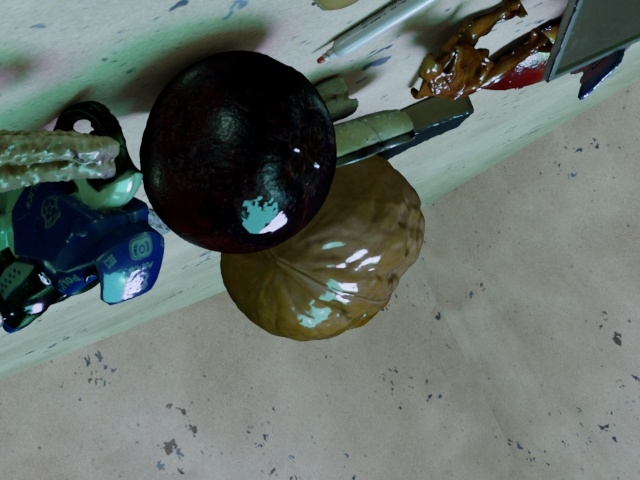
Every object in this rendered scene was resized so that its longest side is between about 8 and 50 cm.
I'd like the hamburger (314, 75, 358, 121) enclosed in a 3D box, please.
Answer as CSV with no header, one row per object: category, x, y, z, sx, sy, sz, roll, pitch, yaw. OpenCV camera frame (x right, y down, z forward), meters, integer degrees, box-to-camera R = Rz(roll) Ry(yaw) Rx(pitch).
hamburger,-0.009,-0.176,1.406,0.084,0.054,0.121,-26,-178,-19

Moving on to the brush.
brush,0.177,-0.209,1.880,0.197,0.059,0.123,-25,173,-12

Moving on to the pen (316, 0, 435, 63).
pen,0.085,-0.259,1.183,0.218,0.026,0.026,-29,174,23

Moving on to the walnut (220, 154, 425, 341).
walnut,0.000,0.000,1.787,0.354,0.308,0.398,-62,165,12

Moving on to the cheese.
cheese,0.447,-0.316,1.608,0.189,0.074,0.286,-48,-169,42

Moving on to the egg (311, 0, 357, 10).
egg,0.018,-0.235,0.836,0.096,0.080,0.080,-34,173,14

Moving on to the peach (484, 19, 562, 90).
peach,0.359,-0.303,1.811,0.189,0.068,0.279,-23,174,-18

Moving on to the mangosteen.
mangosteen,-0.098,-0.089,1.073,0.216,0.216,0.216,-26,174,-3

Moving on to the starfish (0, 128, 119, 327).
starfish,-0.391,0.001,0.920,0.324,0.082,0.432,8,143,-46

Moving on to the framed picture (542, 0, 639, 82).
framed picture,0.427,-0.354,1.342,0.247,0.022,0.335,-25,156,-13

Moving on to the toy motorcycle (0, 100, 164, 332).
toy motorcycle,-0.274,0.000,1.080,0.125,0.196,0.331,-20,171,-48

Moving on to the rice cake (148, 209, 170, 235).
rice cake,-0.351,0.011,1.648,0.211,0.038,0.124,-26,175,4

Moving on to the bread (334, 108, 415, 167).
bread,0.015,-0.129,1.412,0.286,0.056,0.207,-22,-173,-23

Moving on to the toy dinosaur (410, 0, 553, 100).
toy dinosaur,0.219,-0.254,1.455,0.208,0.097,0.432,-31,179,9
